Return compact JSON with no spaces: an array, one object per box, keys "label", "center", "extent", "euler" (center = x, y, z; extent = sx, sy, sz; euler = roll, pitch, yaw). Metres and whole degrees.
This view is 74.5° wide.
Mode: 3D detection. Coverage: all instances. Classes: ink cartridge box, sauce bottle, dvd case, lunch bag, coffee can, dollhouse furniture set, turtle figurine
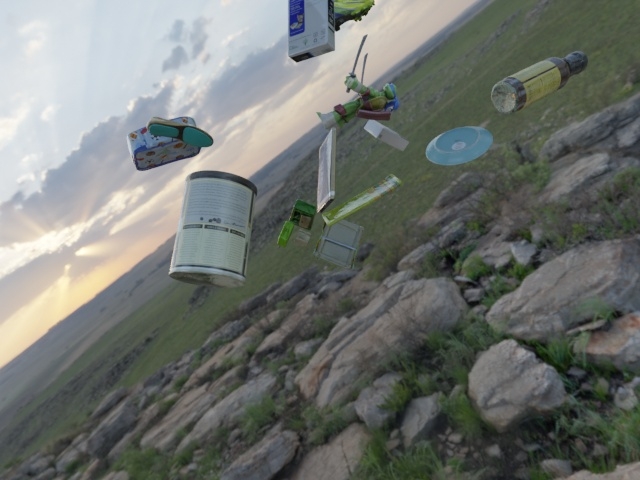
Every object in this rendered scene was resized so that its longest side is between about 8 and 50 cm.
[{"label":"ink cartridge box","center":[-0.034,-0.810,1.473],"extent":[0.165,0.332,0.065],"euler":[-3,-4,31]},{"label":"sauce bottle","center":[0.694,-0.501,1.317],"extent":[0.344,0.111,0.111],"euler":[-27,10,-17]},{"label":"dvd case","center":[0.018,-0.209,1.287],"extent":[0.164,0.018,0.221],"euler":[142,131,-72]},{"label":"lunch bag","center":[-0.647,-0.400,1.776],"extent":[0.303,0.115,0.243],"euler":[-21,-8,-23]},{"label":"coffee can","center":[-0.289,-0.025,1.155],"extent":[0.201,0.202,0.275],"euler":[-20,60,53]},{"label":"dollhouse furniture set","center":[0.000,0.000,1.657],"extent":[0.151,0.302,0.197],"euler":[113,178,-65]},{"label":"turtle figurine","center":[0.103,-0.500,1.423],"extent":[0.266,0.274,0.198],"euler":[-32,27,11]}]

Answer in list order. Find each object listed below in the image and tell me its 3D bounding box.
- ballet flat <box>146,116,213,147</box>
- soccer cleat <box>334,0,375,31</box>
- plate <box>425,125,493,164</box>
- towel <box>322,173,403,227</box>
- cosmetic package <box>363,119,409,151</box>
[{"label":"ballet flat","center":[-0.502,-0.401,1.524],"extent":[0.080,0.232,0.073],"euler":[-58,32,37]},{"label":"soccer cleat","center":[0.095,-0.893,1.615],"extent":[0.289,0.121,0.093],"euler":[-37,3,-25]},{"label":"plate","center":[0.397,-0.283,1.216],"extent":[0.188,0.024,0.188],"euler":[-16,39,14]},{"label":"towel","center":[0.115,-0.115,1.190],"extent":[0.237,0.021,0.102],"euler":[-30,18,3]},{"label":"cosmetic package","center":[0.319,-0.503,2.010],"extent":[0.239,0.099,0.060],"euler":[8,-60,-49]}]
